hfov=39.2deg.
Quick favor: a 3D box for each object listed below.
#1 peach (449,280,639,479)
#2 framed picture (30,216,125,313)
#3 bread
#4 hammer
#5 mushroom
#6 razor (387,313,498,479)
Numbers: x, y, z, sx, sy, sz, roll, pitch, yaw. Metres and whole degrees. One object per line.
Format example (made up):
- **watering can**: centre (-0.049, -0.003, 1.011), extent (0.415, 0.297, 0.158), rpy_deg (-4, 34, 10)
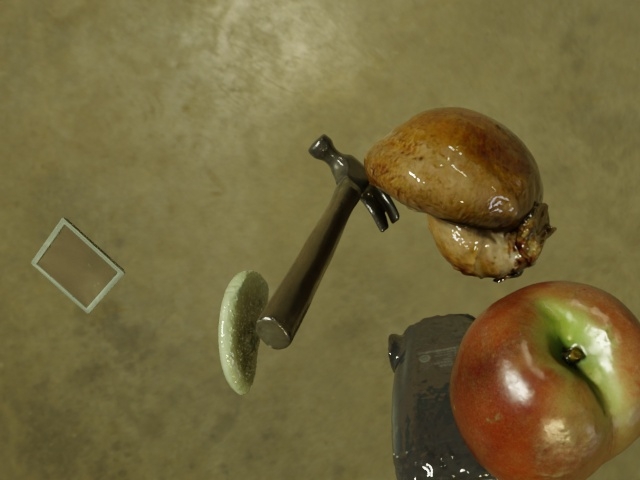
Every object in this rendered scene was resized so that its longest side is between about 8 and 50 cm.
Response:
- **peach**: centre (0.274, 0.175, 1.088), extent (0.252, 0.252, 0.252), rpy_deg (0, 89, 18)
- **framed picture**: centre (-0.430, 0.047, 1.590), extent (0.142, 0.011, 0.183), rpy_deg (43, 137, -6)
- **bread**: centre (-0.115, 0.122, 1.345), extent (0.036, 0.112, 0.193), rpy_deg (-2, 60, 19)
- **hammer**: centre (0.000, 0.000, 1.201), extent (0.168, 0.440, 0.044), rpy_deg (41, 123, -7)
- **mushroom**: centre (0.213, -0.075, 1.287), extent (0.195, 0.263, 0.283), rpy_deg (-44, 87, 7)
- **razor**: centre (0.202, 0.259, 1.430), extent (0.189, 0.327, 0.107), rpy_deg (-12, 130, 9)
